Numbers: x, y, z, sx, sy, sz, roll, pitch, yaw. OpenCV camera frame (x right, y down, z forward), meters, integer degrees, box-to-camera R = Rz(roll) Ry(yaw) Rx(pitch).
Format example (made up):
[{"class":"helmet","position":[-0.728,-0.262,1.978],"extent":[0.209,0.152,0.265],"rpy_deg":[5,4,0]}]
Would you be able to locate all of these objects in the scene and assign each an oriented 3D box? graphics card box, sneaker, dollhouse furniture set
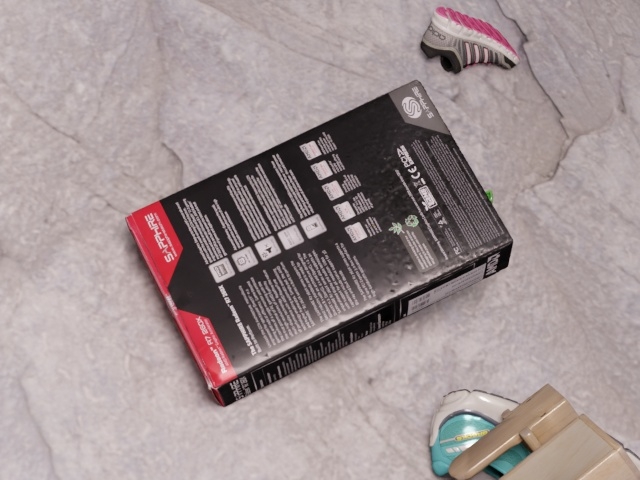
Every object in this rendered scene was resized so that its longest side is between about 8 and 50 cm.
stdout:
[{"class":"graphics card box","position":[0.000,0.000,1.632],"extent":[0.371,0.094,0.232],"rpy_deg":[-27,69,-6]},{"class":"sneaker","position":[0.253,0.259,1.675],"extent":[0.275,0.107,0.110],"rpy_deg":[18,73,-7]},{"class":"sneaker","position":[0.200,-0.262,2.000],"extent":[0.170,0.075,0.063],"rpy_deg":[15,33,-41]},{"class":"dollhouse furniture set","position":[0.311,0.370,1.519],"extent":[0.174,0.303,0.355],"rpy_deg":[-38,108,-1]}]

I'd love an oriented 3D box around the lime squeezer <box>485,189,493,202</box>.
[{"class":"lime squeezer","position":[0.048,-0.009,1.744],"extent":[0.310,0.110,0.058],"rpy_deg":[-3,76,2]}]
